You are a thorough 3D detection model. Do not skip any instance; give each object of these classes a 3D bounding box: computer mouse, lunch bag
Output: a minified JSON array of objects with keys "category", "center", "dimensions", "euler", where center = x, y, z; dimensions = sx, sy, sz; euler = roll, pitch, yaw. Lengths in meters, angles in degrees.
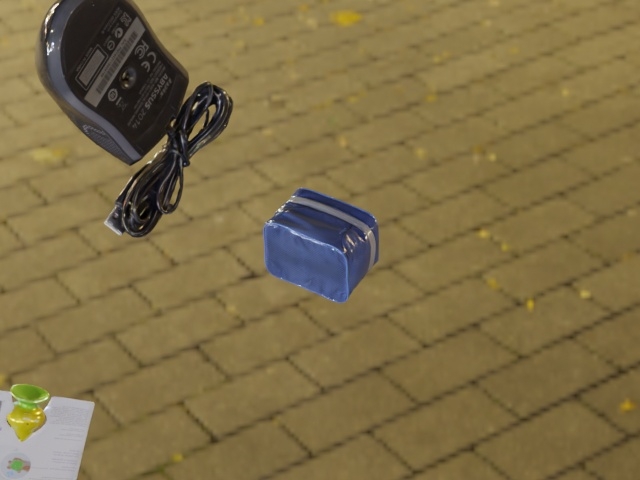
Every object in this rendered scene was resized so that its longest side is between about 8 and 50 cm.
[{"category":"computer mouse","center":[-0.203,-0.145,1.505],"dimensions":[0.072,0.272,0.188],"euler":[20,67,35]},{"category":"lunch bag","center":[0.000,0.000,1.325],"dimensions":[0.098,0.067,0.065],"euler":[23,47,23]}]

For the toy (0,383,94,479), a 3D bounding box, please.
[{"category":"toy","center":[-0.340,0.262,1.688],"dimensions":[0.137,0.237,0.056],"euler":[9,23,-18]}]
